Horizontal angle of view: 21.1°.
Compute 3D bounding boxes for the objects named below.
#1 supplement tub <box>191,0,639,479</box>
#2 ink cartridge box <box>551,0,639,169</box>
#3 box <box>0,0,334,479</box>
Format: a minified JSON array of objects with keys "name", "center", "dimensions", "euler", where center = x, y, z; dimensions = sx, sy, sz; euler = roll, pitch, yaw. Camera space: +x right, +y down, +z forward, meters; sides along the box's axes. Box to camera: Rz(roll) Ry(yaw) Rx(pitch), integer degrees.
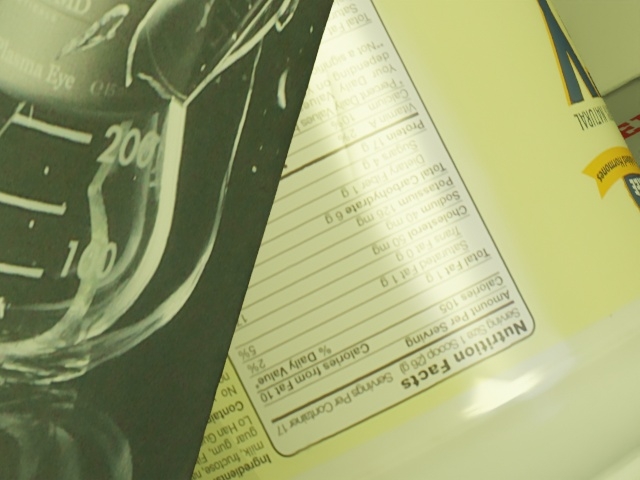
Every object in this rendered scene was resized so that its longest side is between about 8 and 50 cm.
[{"name":"supplement tub","center":[0.000,0.000,0.642],"dimensions":[0.235,0.235,0.325],"euler":[-24,86,-45]},{"name":"ink cartridge box","center":[0.202,-0.071,0.867],"dimensions":[0.289,0.211,0.122],"euler":[15,61,-36]},{"name":"box","center":[-0.161,-0.086,0.369],"dimensions":[0.343,0.179,0.313],"euler":[5,103,-54]}]
